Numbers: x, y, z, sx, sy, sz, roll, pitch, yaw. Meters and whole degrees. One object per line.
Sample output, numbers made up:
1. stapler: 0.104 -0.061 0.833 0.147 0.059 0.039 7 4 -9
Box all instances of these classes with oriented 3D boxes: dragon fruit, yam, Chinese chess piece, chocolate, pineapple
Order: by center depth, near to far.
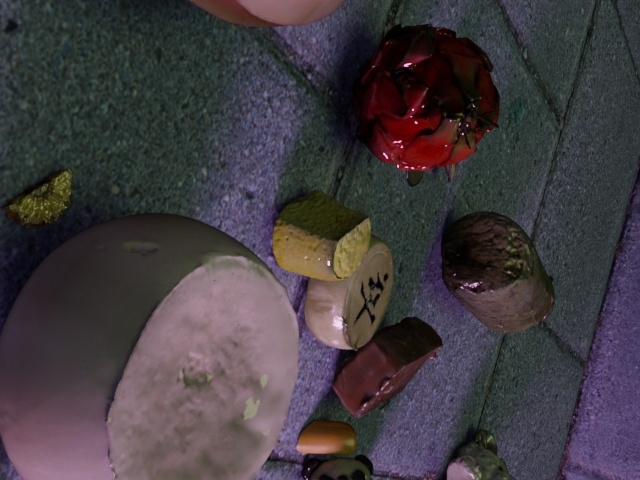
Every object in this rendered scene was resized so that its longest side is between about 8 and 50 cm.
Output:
1. pineapple: -0.274 -0.037 0.808 0.083 0.019 0.045 -47 131 -39
2. dragon fruit: 0.160 -0.197 1.211 0.293 0.234 0.233 -103 -179 -58
3. Chinese chess piece: 0.049 0.079 1.285 0.188 0.083 0.188 -36 134 -50
4. chocolate: 0.112 0.212 1.395 0.148 0.093 0.214 -54 158 21
5. yam: 0.367 0.074 1.688 0.300 0.195 0.195 41 65 -54

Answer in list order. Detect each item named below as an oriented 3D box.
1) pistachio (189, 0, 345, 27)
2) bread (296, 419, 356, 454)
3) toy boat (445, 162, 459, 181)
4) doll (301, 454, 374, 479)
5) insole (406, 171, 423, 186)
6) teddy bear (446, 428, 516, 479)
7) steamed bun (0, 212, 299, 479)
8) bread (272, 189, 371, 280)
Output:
1. pistachio: -0.053 -0.395 0.791 0.445 0.282 0.365 -8 103 -61
2. bread: 0.008 0.323 1.349 0.062 0.103 0.049 -113 -149 -65
3. toy boat: 0.255 -0.214 1.541 0.084 0.066 0.210 -15 113 -54
4. doll: 0.047 0.452 1.374 0.234 0.144 0.135 60 21 -47
5. insole: 0.162 -0.212 1.451 0.086 0.005 0.253 -44 135 -41
6. teddy bear: 0.403 0.594 1.816 0.362 0.375 0.327 -33 99 -29
7. steamed bun: -0.180 0.128 0.830 0.324 0.206 0.324 -22 118 -50
8. bread: 0.000 0.000 1.167 0.129 0.114 0.111 -42 140 -40
